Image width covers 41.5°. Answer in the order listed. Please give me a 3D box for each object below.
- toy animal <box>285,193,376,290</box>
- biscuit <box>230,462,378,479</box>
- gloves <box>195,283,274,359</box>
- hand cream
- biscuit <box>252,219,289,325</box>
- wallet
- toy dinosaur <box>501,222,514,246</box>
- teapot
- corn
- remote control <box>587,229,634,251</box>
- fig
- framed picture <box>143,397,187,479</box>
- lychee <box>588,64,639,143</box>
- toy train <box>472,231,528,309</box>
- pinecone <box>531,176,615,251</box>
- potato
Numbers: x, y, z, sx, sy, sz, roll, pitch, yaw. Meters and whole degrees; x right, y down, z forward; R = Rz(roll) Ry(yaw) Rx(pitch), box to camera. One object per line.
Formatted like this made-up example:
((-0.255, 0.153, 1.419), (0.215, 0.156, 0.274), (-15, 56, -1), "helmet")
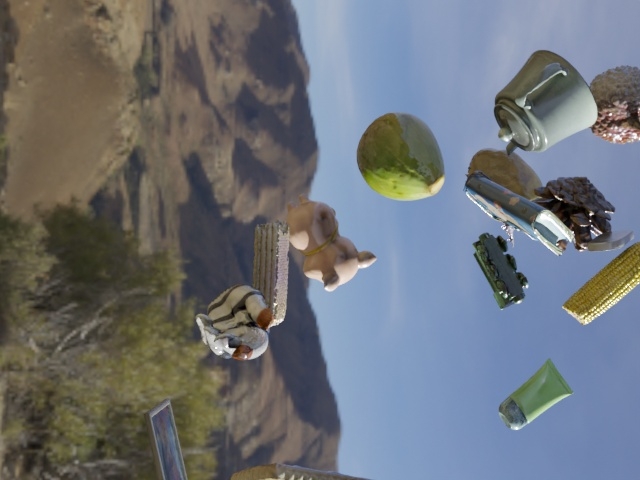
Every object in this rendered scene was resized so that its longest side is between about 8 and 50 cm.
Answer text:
((0.003, -0.002, 2.137), (0.248, 0.165, 0.149), (54, -14, 1), "toy animal")
((-0.004, 0.498, 1.722), (0.217, 0.324, 0.044), (-33, -134, 56), "biscuit")
((-0.155, 0.169, 1.575), (0.219, 0.140, 0.131), (-112, -167, -57), "gloves")
((0.475, 0.351, 1.888), (0.095, 0.175, 0.046), (55, -19, 4), "hand cream")
((-0.111, 0.071, 1.902), (0.108, 0.061, 0.239), (-5, 98, -78), "biscuit")
((0.377, -0.054, 1.609), (0.059, 0.141, 0.202), (-53, -141, 1), "wallet")
((0.545, -0.047, 2.366), (0.209, 0.082, 0.039), (87, -23, -55), "toy dinosaur")
((0.364, -0.225, 1.452), (0.162, 0.149, 0.239), (51, -7, 17), "teapot")
((0.674, 0.097, 1.948), (0.081, 0.248, 0.081), (49, 3, -3), "corn")
((0.674, 0.000, 1.963), (0.245, 0.077, 0.022), (-15, 96, -61), "remote control")
((0.192, -0.187, 2.024), (0.207, 0.207, 0.230), (111, -42, -70), "fig")
((-0.361, 0.512, 2.004), (0.184, 0.016, 0.250), (7, 71, -85), "framed picture")
((0.614, -0.270, 1.708), (0.197, 0.165, 0.165), (-81, 179, -45), "lychee")
((0.391, 0.066, 1.854), (0.111, 0.071, 0.170), (96, -31, -74), "toy train")
((0.632, -0.065, 2.142), (0.201, 0.228, 0.203), (-44, -121, 44), "pinecone")
((0.537, -0.175, 2.539), (0.191, 0.141, 0.296), (-45, -138, 11), "potato")
